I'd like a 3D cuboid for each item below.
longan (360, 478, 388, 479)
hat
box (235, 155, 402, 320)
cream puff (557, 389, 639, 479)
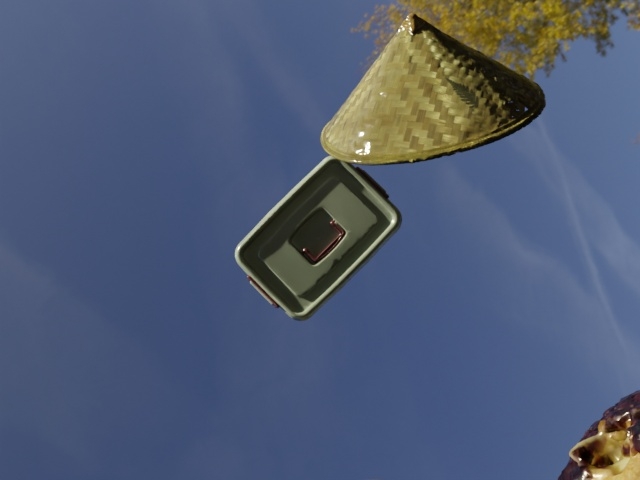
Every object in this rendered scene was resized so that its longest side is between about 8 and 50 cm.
[{"bbox_3d":[0.079,0.433,0.697,0.319,0.319,0.318,11,-112,-29],"label":"longan"},{"bbox_3d":[0.063,-0.108,0.380,0.146,0.146,0.067,-38,-54,-35],"label":"hat"},{"bbox_3d":[0.000,0.000,1.171,0.294,0.167,0.193,-45,-96,-1],"label":"box"},{"bbox_3d":[0.242,0.187,0.314,0.239,0.239,0.165,65,-164,3],"label":"cream puff"}]
